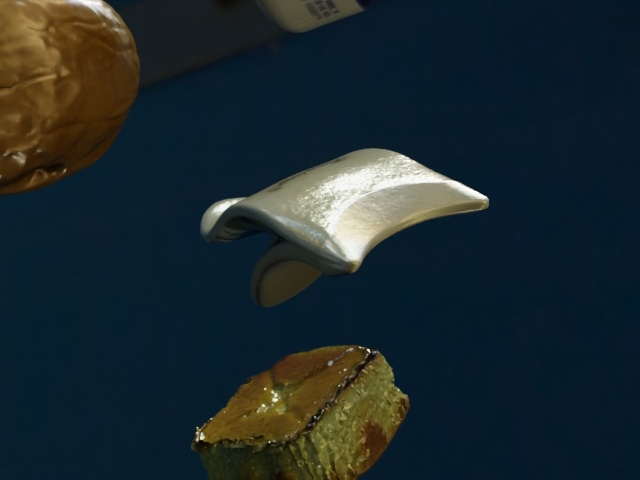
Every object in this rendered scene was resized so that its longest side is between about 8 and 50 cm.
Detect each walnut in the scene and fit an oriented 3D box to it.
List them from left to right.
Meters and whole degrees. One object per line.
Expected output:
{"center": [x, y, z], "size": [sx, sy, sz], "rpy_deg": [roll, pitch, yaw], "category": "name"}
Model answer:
{"center": [-0.209, -0.125, 1.418], "size": [0.211, 0.087, 0.167], "rpy_deg": [-21, -89, -38], "category": "walnut"}

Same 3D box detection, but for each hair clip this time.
{"center": [-0.004, -0.018, 1.775], "size": [0.172, 0.282, 0.113], "rpy_deg": [-25, -90, -34], "category": "hair clip"}

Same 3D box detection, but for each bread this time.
{"center": [-0.016, 0.133, 1.407], "size": [0.140, 0.128, 0.069], "rpy_deg": [-47, -61, -46], "category": "bread"}

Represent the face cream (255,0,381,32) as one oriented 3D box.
{"center": [-0.020, -0.260, 1.454], "size": [0.206, 0.111, 0.206], "rpy_deg": [-19, -90, -81], "category": "face cream"}
